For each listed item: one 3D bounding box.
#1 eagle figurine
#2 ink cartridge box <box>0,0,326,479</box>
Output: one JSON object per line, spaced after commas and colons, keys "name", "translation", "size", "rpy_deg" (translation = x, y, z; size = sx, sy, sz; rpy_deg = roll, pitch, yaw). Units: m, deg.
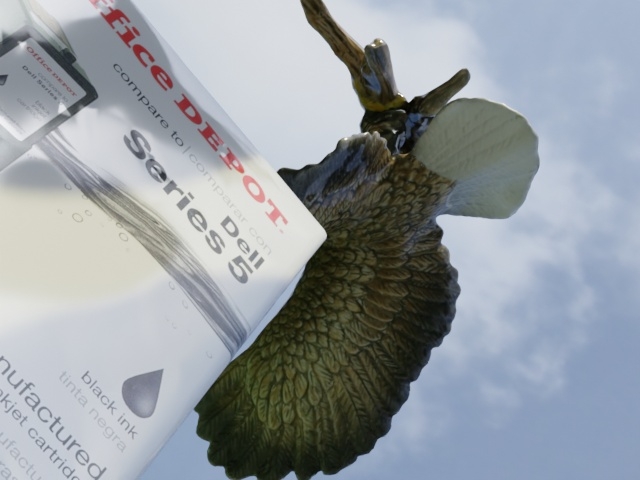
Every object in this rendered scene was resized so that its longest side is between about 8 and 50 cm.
{"name": "eagle figurine", "translation": [-0.004, 0.005, 1.110], "size": [0.226, 0.225, 0.298], "rpy_deg": [30, -122, 9]}
{"name": "ink cartridge box", "translation": [-0.136, 0.004, 0.609], "size": [0.115, 0.273, 0.198], "rpy_deg": [-35, -81, 30]}
